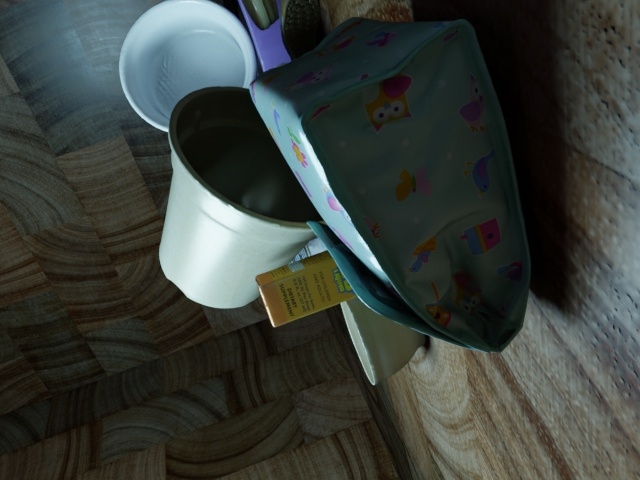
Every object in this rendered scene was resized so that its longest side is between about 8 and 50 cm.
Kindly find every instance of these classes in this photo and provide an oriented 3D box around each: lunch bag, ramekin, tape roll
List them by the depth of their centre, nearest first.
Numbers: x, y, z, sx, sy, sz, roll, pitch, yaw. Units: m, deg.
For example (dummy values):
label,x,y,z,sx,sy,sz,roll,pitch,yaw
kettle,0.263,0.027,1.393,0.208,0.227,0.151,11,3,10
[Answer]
label,x,y,z,sx,sy,sz,roll,pitch,yaw
lunch bag,0.066,-0.044,0.516,0.262,0.160,0.223,60,177,-27
ramekin,-0.265,-0.351,1.245,0.135,0.277,0.277,-10,-99,-88
tape roll,-0.108,-0.427,1.269,0.275,0.090,0.274,160,90,-85

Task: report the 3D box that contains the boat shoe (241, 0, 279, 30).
label,x,y,z,sx,sy,sz,roll,pitch,yaw
boat shoe,-0.103,-0.488,0.916,0.109,0.098,0.302,-149,44,-75

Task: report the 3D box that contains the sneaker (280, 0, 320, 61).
label,x,y,z,sx,sy,sz,roll,pitch,yaw
sneaker,-0.041,-0.352,0.959,0.192,0.064,0.086,74,170,-63

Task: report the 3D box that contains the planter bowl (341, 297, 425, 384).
label,x,y,z,sx,sy,sz,roll,pitch,yaw
planter bowl,0.110,0.149,1.003,0.162,0.109,0.162,160,90,-84

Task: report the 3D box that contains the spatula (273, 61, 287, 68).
label,x,y,z,sx,sy,sz,roll,pitch,yaw
spatula,-0.056,-0.261,1.173,0.168,0.019,0.242,46,166,-17

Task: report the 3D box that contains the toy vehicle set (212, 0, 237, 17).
label,x,y,z,sx,sy,sz,roll,pitch,yaw
toy vehicle set,-0.207,-0.601,1.337,0.166,0.035,0.266,85,-170,-73

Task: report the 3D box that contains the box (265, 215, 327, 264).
label,x,y,z,sx,sy,sz,roll,pitch,yaw
box,-0.033,-0.020,1.211,0.076,0.243,0.307,-23,-86,-57

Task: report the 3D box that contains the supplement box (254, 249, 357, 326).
label,x,y,z,sx,sy,sz,roll,pitch,yaw
supplement box,0.016,0.059,0.962,0.080,0.234,0.078,-150,40,-75

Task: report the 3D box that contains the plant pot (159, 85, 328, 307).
label,x,y,z,sx,sy,sz,roll,pitch,yaw
plant pot,-0.143,-0.051,1.062,0.305,0.334,0.333,-57,44,41
